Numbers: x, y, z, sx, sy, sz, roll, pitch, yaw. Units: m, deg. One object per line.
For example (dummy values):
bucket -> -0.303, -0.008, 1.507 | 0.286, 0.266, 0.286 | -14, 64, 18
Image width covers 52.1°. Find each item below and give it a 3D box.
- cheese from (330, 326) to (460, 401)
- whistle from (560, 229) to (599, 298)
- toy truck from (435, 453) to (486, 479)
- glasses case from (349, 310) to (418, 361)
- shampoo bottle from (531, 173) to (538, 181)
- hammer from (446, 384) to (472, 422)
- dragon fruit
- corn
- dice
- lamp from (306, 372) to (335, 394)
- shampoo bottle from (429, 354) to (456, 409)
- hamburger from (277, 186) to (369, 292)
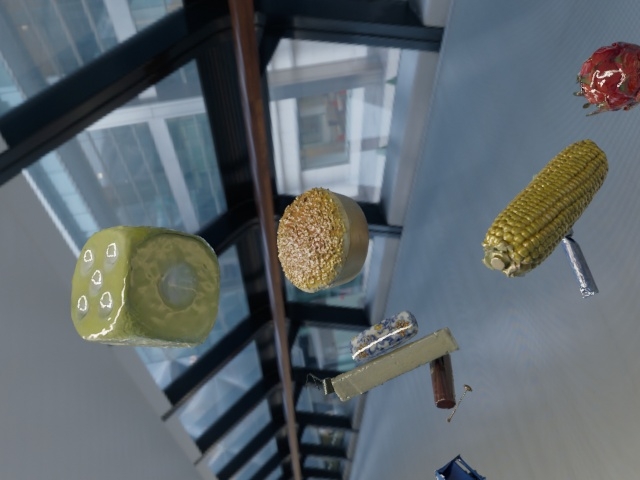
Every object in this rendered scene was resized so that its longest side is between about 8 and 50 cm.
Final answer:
cheese -> 0.215, 0.370, 1.946 | 0.085, 0.400, 0.034 | 60, -166, -13
whistle -> 0.930, 0.060, 2.388 | 0.062, 0.062, 0.304 | 94, 160, -71
toy truck -> 0.426, 0.730, 1.946 | 0.113, 0.126, 0.208 | 37, 166, 42
glasses case -> 0.190, 0.296, 1.994 | 0.065, 0.248, 0.086 | 16, -131, -48
shampoo bottle -> 0.638, -0.094, 1.963 | 0.065, 0.065, 0.204 | -125, 50, -78
hammer -> 0.399, 0.473, 1.891 | 0.029, 0.122, 0.014 | 32, -175, 30
dragon fruit -> 0.798, -0.440, 1.780 | 0.274, 0.193, 0.192 | 6, 76, 54
corn -> 0.501, -0.073, 1.434 | 0.144, 0.387, 0.144 | 42, 161, 17
dice -> -0.266, 0.075, 0.999 | 0.169, 0.166, 0.169 | -11, 71, 43
lamp -> -0.001, 0.393, 1.805 | 0.121, 0.041, 0.054 | -22, 79, 62
shampoo bottle -> 0.363, 0.385, 1.966 | 0.068, 0.067, 0.236 | -40, 35, 36
hamburger -> 0.000, 0.000, 1.812 | 0.302, 0.170, 0.301 | 4, 95, 55
